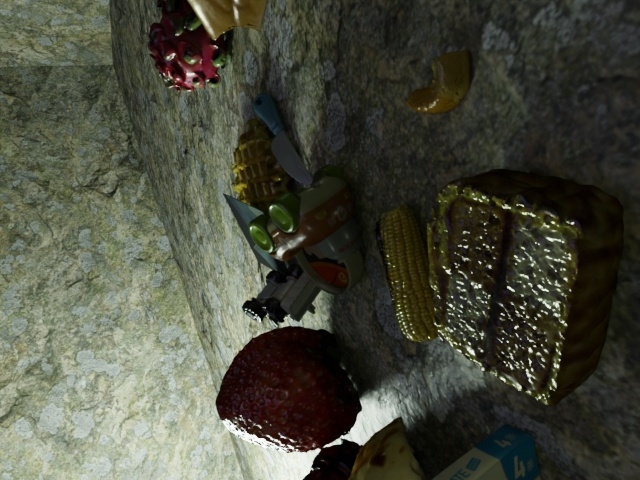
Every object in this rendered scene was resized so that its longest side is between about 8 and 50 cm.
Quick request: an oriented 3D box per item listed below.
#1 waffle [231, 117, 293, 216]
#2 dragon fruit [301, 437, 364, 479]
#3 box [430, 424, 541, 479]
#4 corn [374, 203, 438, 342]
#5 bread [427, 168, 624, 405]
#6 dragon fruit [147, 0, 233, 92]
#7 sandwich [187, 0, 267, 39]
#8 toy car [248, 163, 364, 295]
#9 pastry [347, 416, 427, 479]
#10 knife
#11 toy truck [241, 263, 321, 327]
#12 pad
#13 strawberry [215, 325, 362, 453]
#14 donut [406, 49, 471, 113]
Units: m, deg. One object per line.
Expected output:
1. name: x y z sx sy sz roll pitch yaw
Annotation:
1. waffle: -0.152 -0.127 1.005 0.307 0.060 0.312 64 149 22
2. dragon fruit: 0.047 0.493 0.788 0.182 0.182 0.189 116 172 -50
3. box: 0.176 0.402 0.469 0.048 0.273 0.265 -6 100 61
4. corn: 0.130 0.049 0.590 0.072 0.072 0.203 -14 91 61
5. bread: 0.205 0.041 0.427 0.181 0.096 0.222 26 127 54
6. dragon fruit: -0.328 -0.510 0.990 0.218 0.198 0.273 160 95 -69
7. sandwich: -0.225 -0.515 0.772 0.155 0.227 0.198 65 149 18
8. toy car: 0.000 0.000 0.752 0.235 0.145 0.235 33 144 28
9. pastry: 0.118 0.430 0.629 0.256 0.170 0.237 63 178 -33
10. knife: -0.085 -0.213 0.864 0.058 0.032 0.244 -30 76 21
11. toy truck: -0.081 0.138 0.942 0.111 0.136 0.286 44 153 -16
12. pad: -0.152 -0.003 1.001 0.163 0.004 0.243 25 146 41
13. strawberry: -0.074 0.324 0.854 0.250 0.288 0.239 -139 29 -75
14. donut: 0.139 -0.189 0.491 0.083 0.038 0.067 18 121 54
